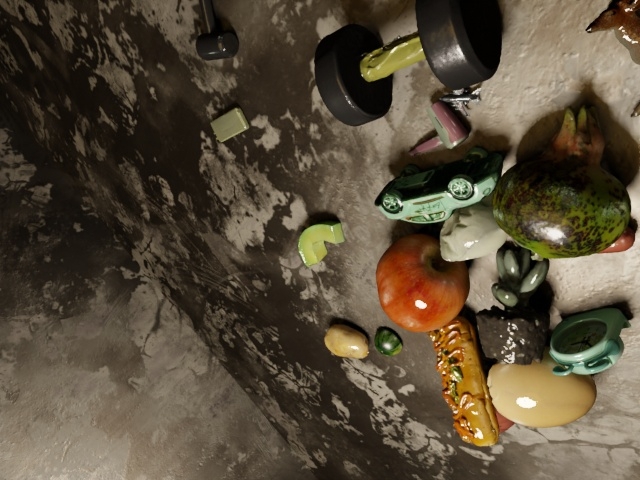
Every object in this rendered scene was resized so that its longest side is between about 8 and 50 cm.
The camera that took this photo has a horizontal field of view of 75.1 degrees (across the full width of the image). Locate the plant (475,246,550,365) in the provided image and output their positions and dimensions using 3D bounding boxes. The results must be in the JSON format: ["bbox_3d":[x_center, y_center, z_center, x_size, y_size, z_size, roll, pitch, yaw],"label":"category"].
[{"bbox_3d":[0.452,0.149,0.980,0.146,0.149,0.274,12,105,48],"label":"plant"}]

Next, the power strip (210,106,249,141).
[{"bbox_3d":[-0.301,-0.376,1.361,0.169,0.028,0.076,-8,115,43],"label":"power strip"}]

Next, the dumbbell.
[{"bbox_3d":[0.162,-0.365,0.820,0.323,0.204,0.203,-6,116,44],"label":"dumbbell"}]

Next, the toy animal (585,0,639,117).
[{"bbox_3d":[0.535,-0.318,0.636,0.244,0.087,0.259,-5,116,29],"label":"toy animal"}]

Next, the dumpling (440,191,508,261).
[{"bbox_3d":[0.358,-0.039,0.974,0.181,0.155,0.111,-18,147,10],"label":"dumpling"}]

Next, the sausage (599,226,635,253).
[{"bbox_3d":[0.576,-0.005,0.840,0.094,0.059,0.054,-11,106,48],"label":"sausage"}]

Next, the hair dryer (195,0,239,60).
[{"bbox_3d":[-0.298,-0.632,1.147,0.114,0.071,0.247,14,120,36],"label":"hair dryer"}]

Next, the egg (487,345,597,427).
[{"bbox_3d":[0.549,0.363,1.044,0.245,0.201,0.201,-10,113,44],"label":"egg"}]

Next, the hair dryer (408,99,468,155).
[{"bbox_3d":[0.254,-0.237,0.961,0.106,0.054,0.154,53,144,2],"label":"hair dryer"}]

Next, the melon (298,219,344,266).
[{"bbox_3d":[0.000,0.000,1.361,0.118,0.064,0.209,54,137,-4],"label":"melon"}]

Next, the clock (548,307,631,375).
[{"bbox_3d":[0.585,0.232,0.918,0.060,0.188,0.148,52,142,-3],"label":"clock"}]

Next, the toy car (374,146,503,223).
[{"bbox_3d":[0.277,-0.112,0.971,0.306,0.136,0.125,-7,124,43],"label":"toy car"}]

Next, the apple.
[{"bbox_3d":[0.253,0.114,1.091,0.242,0.242,0.241,43,141,8],"label":"apple"}]

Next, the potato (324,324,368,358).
[{"bbox_3d":[0.097,0.374,1.527,0.178,0.109,0.118,12,106,29],"label":"potato"}]

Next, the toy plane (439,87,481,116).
[{"bbox_3d":[0.296,-0.302,0.881,0.083,0.031,0.078,13,128,33],"label":"toy plane"}]

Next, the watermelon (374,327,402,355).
[{"bbox_3d":[0.225,0.357,1.434,0.106,0.062,0.105,28,137,30],"label":"watermelon"}]

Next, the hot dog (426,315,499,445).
[{"bbox_3d":[0.385,0.384,1.152,0.158,0.117,0.348,111,149,-76],"label":"hot dog"}]

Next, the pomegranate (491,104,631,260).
[{"bbox_3d":[0.457,-0.102,0.799,0.222,0.276,0.204,10,169,5],"label":"pomegranate"}]

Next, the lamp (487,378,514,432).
[{"bbox_3d":[0.491,0.502,1.250,0.182,0.140,0.182,20,132,24],"label":"lamp"}]
